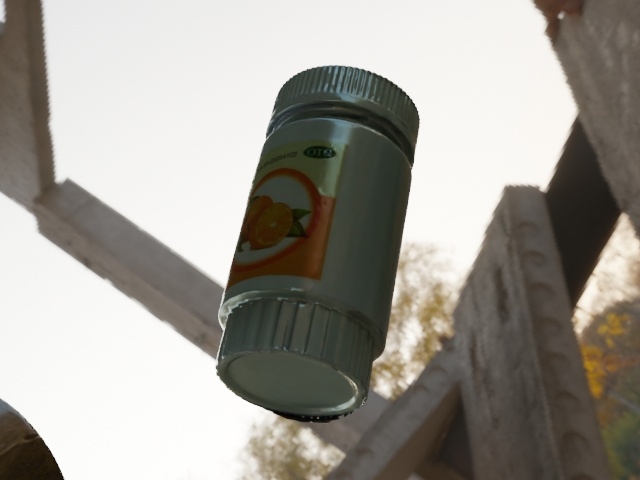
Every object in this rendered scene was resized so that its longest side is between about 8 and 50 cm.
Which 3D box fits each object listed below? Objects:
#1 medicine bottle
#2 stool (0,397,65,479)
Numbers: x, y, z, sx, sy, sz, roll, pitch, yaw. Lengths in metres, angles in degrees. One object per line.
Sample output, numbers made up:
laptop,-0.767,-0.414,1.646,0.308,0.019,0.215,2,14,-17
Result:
medicine bottle,0.000,0.000,0.992,0.158,0.158,0.318,89,-170,-57
stool,-0.281,0.195,0.551,0.264,0.179,0.179,-20,-41,-62
